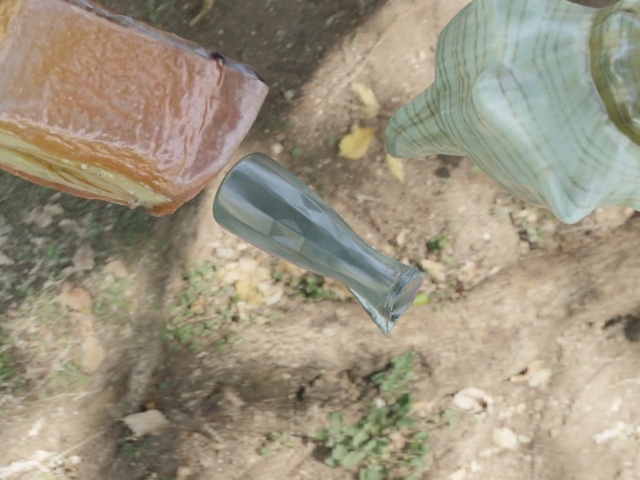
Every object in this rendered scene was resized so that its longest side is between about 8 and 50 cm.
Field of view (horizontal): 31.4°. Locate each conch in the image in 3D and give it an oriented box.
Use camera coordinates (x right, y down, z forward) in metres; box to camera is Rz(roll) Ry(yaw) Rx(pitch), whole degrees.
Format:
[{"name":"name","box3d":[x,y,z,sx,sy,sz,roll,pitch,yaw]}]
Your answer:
[{"name":"conch","box3d":[0.115,-0.072,0.571,0.114,0.234,0.137,-62,142,-43]}]

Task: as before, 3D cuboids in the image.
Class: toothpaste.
[{"name":"toothpaste","box3d":[0.033,0.031,1.424,0.218,0.041,0.064,47,47,-29]}]

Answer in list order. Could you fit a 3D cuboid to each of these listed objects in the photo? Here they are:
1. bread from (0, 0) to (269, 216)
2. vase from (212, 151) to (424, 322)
[{"name":"bread","box3d":[-0.186,-0.105,0.828,0.244,0.190,0.123,22,79,-23]},{"name":"vase","box3d":[0.000,0.000,1.107,0.214,0.086,0.086,33,61,22]}]
